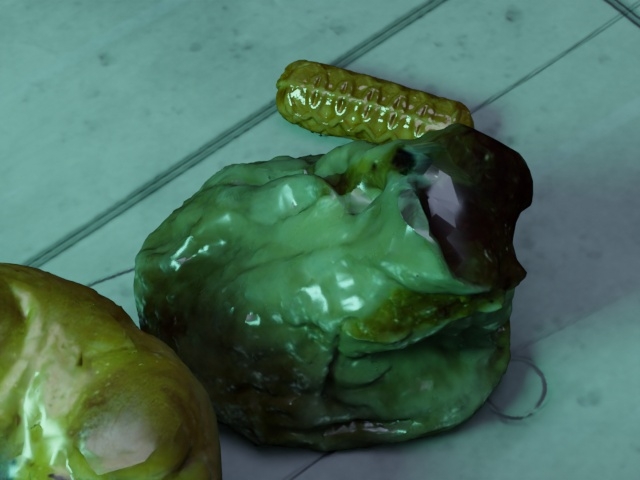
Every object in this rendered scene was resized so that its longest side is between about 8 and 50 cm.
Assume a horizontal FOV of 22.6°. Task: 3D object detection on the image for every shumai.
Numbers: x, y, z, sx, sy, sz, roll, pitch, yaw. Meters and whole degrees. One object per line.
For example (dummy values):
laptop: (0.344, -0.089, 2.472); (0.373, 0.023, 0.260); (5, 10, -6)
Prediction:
shumai: (0.000, 0.000, 1.033); (0.272, 0.203, 0.222); (1, 55, 9)

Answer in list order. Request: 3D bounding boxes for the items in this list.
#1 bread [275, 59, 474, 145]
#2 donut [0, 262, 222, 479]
bread: (0.040, -0.094, 1.187); (0.157, 0.044, 0.052); (18, 64, 16)
donut: (-0.194, 0.173, 0.865); (0.317, 0.150, 0.299); (-35, 72, -25)
